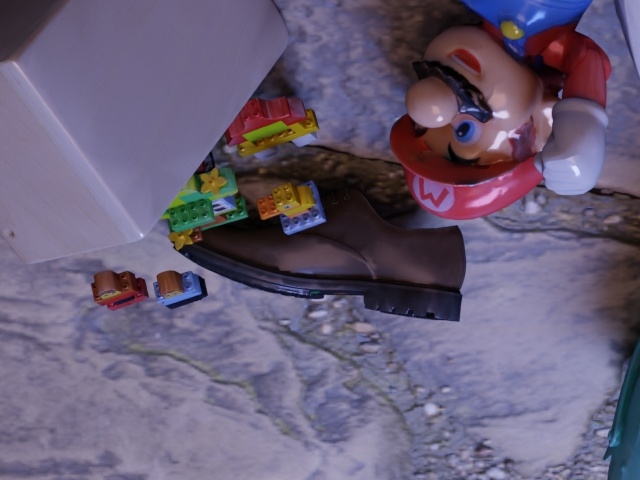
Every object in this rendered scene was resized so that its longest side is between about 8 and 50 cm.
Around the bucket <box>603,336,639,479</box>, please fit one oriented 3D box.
[{"bbox_3d":[0.362,0.123,1.345,0.281,0.281,0.183,9,118,-5],"label":"bucket"}]

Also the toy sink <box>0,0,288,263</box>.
[{"bbox_3d":[-0.153,-0.120,1.262,0.131,0.234,0.153,-11,124,40],"label":"toy sink"}]

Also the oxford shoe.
[{"bbox_3d":[0.000,0.000,1.387,0.227,0.083,0.096,8,89,4],"label":"oxford shoe"}]

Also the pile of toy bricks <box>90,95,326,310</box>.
[{"bbox_3d":[-0.101,-0.027,1.315,0.212,0.118,0.105,-20,161,13],"label":"pile of toy bricks"}]

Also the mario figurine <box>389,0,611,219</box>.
[{"bbox_3d":[0.121,-0.153,1.228,0.170,0.198,0.321,11,119,-12],"label":"mario figurine"}]

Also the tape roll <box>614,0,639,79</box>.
[{"bbox_3d":[0.401,-0.193,1.276,0.392,0.072,0.392,-1,120,-1],"label":"tape roll"}]
